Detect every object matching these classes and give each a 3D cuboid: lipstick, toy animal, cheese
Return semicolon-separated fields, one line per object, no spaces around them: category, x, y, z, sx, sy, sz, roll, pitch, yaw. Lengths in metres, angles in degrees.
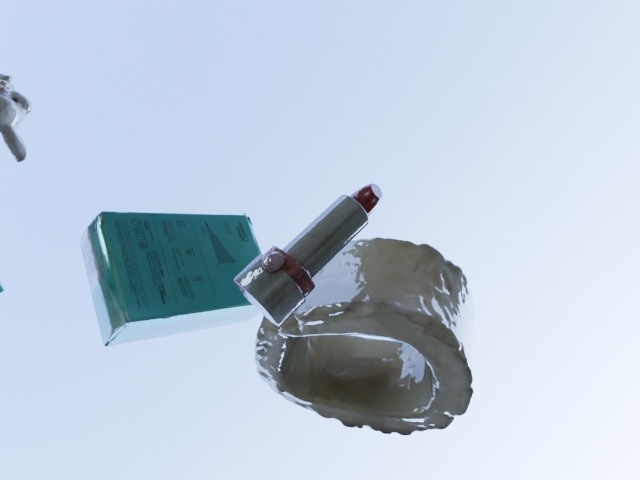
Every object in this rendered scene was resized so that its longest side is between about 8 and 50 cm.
lipstick;0.000;-0.001;0.495;0.186;0.057;0.063;-44;-127;-16
toy animal;-0.401;-0.161;0.583;0.124;0.071;0.085;33;-84;32
cheese;0.060;0.145;0.726;0.333;0.153;0.292;-3;-51;21

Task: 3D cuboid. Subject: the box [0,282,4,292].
box;-0.581;0.068;0.656;0.042;0.226;0.160;19;-50;26

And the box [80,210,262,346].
box;-0.252;0.061;0.885;0.118;0.312;0.205;-36;-112;39
